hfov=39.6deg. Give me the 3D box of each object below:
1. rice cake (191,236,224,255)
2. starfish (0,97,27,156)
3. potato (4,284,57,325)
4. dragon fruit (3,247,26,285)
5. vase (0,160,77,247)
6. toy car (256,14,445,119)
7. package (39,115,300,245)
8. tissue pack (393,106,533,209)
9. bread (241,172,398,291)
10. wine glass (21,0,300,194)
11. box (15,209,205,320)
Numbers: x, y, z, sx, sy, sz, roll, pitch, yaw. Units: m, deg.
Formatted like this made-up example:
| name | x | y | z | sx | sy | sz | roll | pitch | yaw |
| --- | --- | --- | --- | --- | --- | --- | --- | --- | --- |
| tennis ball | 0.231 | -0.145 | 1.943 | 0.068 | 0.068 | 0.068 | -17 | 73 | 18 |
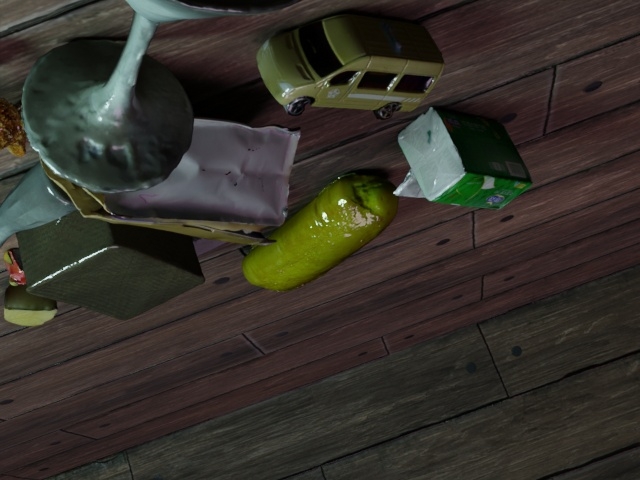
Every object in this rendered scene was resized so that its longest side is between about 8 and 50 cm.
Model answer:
| name | x | y | z | sx | sy | sz | roll | pitch | yaw |
| --- | --- | --- | --- | --- | --- | --- | --- | --- | --- |
| rice cake | -0.252 | 0.007 | 1.624 | 0.365 | 0.056 | 0.072 | -27 | 152 | 20 |
| starfish | -0.395 | -0.138 | 1.091 | 0.240 | 0.043 | 0.227 | -41 | -177 | 10 |
| potato | -0.539 | 0.114 | 1.632 | 0.096 | 0.066 | 0.103 | 10 | 152 | -28 |
| dragon fruit | -0.501 | 0.050 | 1.512 | 0.060 | 0.056 | 0.083 | -35 | 156 | 34 |
| vase | -0.433 | -0.047 | 1.304 | 0.214 | 0.086 | 0.086 | -27 | 159 | 31 |
| toy car | 0.044 | -0.241 | 1.204 | 0.256 | 0.101 | 0.124 | -4 | 150 | -39 |
| package | -0.200 | -0.076 | 1.244 | 0.311 | 0.165 | 0.221 | 2 | 173 | -45 |
| tissue pack | 0.242 | -0.129 | 1.588 | 0.209 | 0.148 | 0.156 | 2 | 149 | -44 |
| bread | 0.000 | 0.000 | 1.751 | 0.166 | 0.112 | 0.383 | 1 | 152 | -43 |
| wine glass | -0.168 | -0.222 | 0.874 | 0.267 | 0.267 | 0.406 | -9 | 162 | -26 |
| box | -0.341 | 0.016 | 1.452 | 0.184 | 0.143 | 0.273 | -26 | 157 | 16 |
